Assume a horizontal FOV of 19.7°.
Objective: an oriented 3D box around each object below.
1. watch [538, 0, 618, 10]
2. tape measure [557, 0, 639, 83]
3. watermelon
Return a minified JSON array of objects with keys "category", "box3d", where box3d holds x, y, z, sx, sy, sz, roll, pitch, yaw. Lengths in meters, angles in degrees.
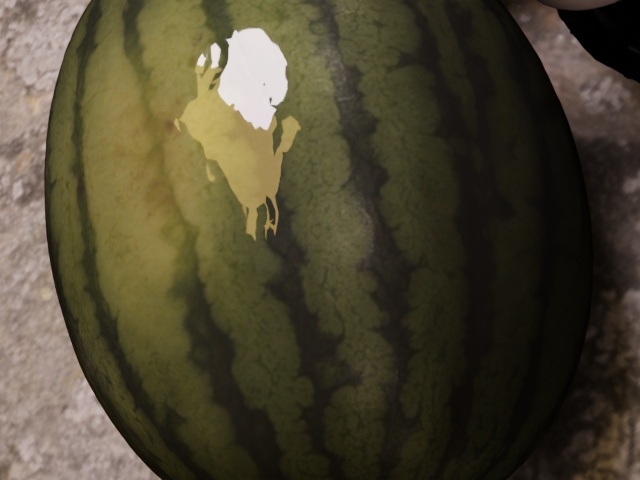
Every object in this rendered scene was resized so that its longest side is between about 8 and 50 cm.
[{"category":"watch","box3d":[0.136,-0.235,0.861,0.248,0.217,0.211,-26,41,25]},{"category":"tape measure","box3d":[0.246,-0.157,0.977,0.223,0.135,0.202,-49,38,-1]},{"category":"watermelon","box3d":[0.000,0.000,0.957,0.279,0.279,0.359,-15,78,28]}]
